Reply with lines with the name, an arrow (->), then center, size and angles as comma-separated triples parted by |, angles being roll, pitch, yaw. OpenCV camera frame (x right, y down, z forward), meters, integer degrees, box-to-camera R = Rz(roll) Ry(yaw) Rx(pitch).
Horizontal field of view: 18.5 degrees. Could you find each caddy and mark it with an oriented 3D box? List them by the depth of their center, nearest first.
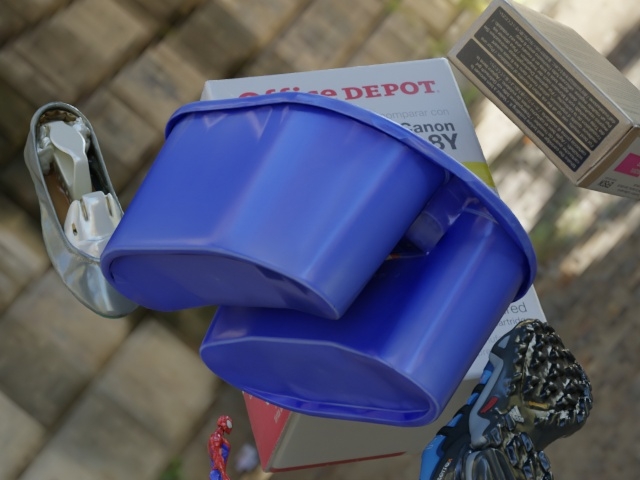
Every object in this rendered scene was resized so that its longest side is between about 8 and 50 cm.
caddy -> 0.000, 0.000, 1.442 | 0.341, 0.241, 0.179 | 0, 52, 53

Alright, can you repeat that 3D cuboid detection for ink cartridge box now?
ink cartridge box -> 0.253, -0.137, 1.964 | 0.088, 0.193, 0.234 | -48, -21, 15
ink cartridge box -> 0.041, 0.017, 1.995 | 0.279, 0.385, 0.160 | -7, -32, -18

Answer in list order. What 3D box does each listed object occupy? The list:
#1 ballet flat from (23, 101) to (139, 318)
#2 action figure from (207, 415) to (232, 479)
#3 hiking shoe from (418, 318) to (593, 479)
ballet flat -> -0.200, -0.031, 1.636 | 0.072, 0.213, 0.068 | -9, -39, -22
action figure -> -0.087, 0.206, 1.678 | 0.038, 0.030, 0.115 | 102, 171, -74
hiking shoe -> 0.147, 0.168, 1.743 | 0.132, 0.113, 0.304 | -32, 9, 30
